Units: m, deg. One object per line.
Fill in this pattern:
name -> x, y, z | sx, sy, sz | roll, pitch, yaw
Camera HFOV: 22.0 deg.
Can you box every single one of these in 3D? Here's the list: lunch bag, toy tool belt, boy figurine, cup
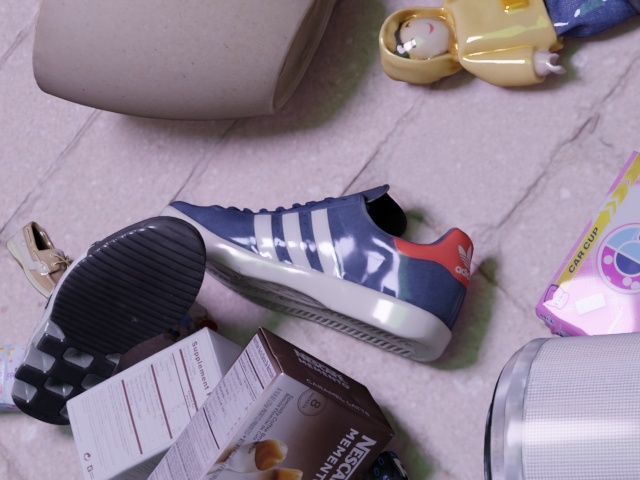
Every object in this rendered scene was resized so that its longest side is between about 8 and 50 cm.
lunch bag -> -0.346, 0.152, 1.835 | 0.083, 0.053, 0.071 | 0, 74, 18
toy tool belt -> -0.143, 0.092, 1.760 | 0.083, 0.052, 0.051 | 40, 124, 35
boy figurine -> 0.190, -0.238, 1.676 | 0.285, 0.092, 0.177 | -16, 68, 18
cup -> -0.119, -0.258, 1.740 | 0.237, 0.331, 0.331 | 25, 84, 6

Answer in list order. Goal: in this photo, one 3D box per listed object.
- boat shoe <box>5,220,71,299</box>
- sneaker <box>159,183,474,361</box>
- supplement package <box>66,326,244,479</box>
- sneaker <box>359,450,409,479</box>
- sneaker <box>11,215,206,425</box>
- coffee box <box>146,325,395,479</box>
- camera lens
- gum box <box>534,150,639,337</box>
boat shoe -> -0.308, 0.028, 1.860 | 0.045, 0.050, 0.135 | -51, 58, 9
sneaker -> 0.000, 0.000, 1.677 | 0.350, 0.131, 0.148 | 21, 76, 26
supplement package -> -0.152, 0.184, 1.692 | 0.179, 0.105, 0.105 | -28, 60, 15
sneaker -> 0.098, 0.250, 1.555 | 0.216, 0.079, 0.121 | -18, 65, 21
sneaker -> -0.218, 0.048, 1.705 | 0.330, 0.122, 0.146 | -43, 23, 40
coffee box -> -0.064, 0.228, 1.579 | 0.246, 0.141, 0.098 | -53, 26, 11
camera lens -> 0.290, 0.185, 1.396 | 0.274, 0.219, 0.219 | -6, 70, 25
gum box -> 0.296, 0.026, 1.542 | 0.107, 0.062, 0.188 | 31, 88, 32
